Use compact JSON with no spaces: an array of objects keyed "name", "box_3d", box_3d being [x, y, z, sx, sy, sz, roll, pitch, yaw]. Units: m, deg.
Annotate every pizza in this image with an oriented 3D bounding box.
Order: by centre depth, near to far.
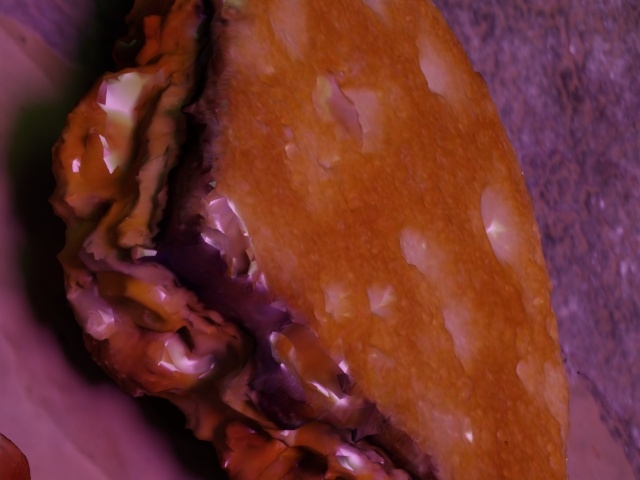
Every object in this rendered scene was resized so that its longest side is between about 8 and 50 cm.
[{"name":"pizza","box_3d":[0.000,0.000,0.866,0.277,0.114,0.409,-32,97,-50]}]

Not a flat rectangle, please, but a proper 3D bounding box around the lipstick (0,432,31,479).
[{"name":"lipstick","box_3d":[-0.173,0.174,0.625,0.081,0.081,0.300,47,46,-23]}]
